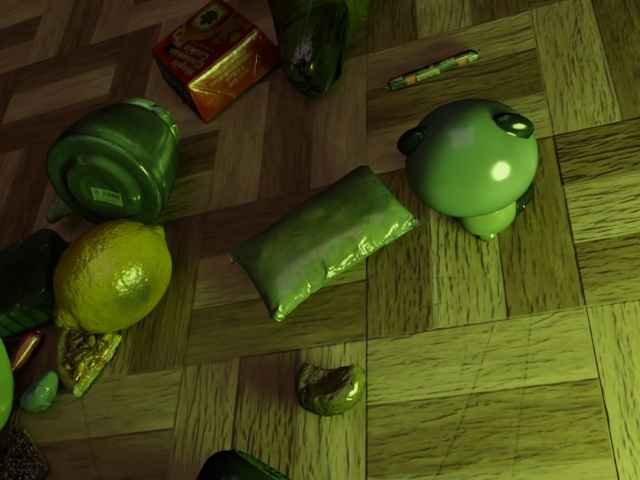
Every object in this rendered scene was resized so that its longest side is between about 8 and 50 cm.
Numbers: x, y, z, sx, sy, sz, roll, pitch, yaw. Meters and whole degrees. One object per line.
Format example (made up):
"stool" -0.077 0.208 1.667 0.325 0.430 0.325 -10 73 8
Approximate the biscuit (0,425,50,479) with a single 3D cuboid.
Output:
"biscuit" -0.577 0.436 1.297 0.231 0.025 0.131 -46 50 -10

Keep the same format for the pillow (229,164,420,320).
"pillow" 0.000 0.000 1.297 0.302 0.075 0.185 -34 51 -3

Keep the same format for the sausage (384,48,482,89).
"sausage" 0.216 -0.330 1.459 0.198 0.028 0.025 -19 74 13

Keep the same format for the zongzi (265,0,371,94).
"zongzi" 0.050 -0.460 1.567 0.300 0.138 0.286 -20 53 10

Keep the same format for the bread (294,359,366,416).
"bread" 0.014 0.226 1.137 0.113 0.060 0.082 2 58 29

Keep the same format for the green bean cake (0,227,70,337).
"green bean cake" -0.586 0.088 1.505 0.185 0.094 0.183 -21 51 11

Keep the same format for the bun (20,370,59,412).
"bun" -0.501 0.274 1.357 0.083 0.045 0.083 -39 22 19

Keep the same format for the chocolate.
"chocolate" -0.240 -0.414 1.690 0.235 0.108 0.237 -40 51 -3

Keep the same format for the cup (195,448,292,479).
"cup" -0.087 0.399 1.011 0.223 0.169 0.176 31 76 6

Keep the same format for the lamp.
"lamp" 0.234 -0.107 1.148 0.198 0.244 0.197 -11 58 18

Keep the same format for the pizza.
"pizza" -0.427 0.200 1.383 0.131 0.041 0.178 -15 52 14

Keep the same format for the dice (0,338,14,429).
"dice" -0.717 0.253 1.312 0.252 0.254 0.249 -36 64 12

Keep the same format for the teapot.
"teapot" -0.405 -0.146 1.549 0.239 0.321 0.239 27 46 -4

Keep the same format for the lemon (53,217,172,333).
"lemon" -0.372 0.064 1.356 0.188 0.188 0.256 27 66 37

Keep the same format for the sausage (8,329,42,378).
"sausage" -0.574 0.225 1.441 0.034 0.034 0.129 16 65 34
